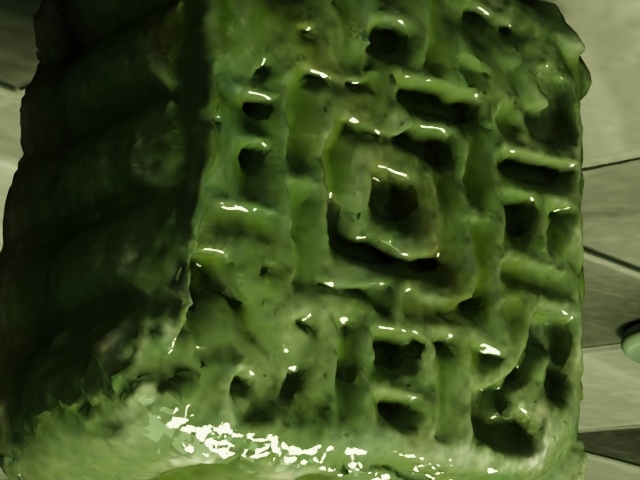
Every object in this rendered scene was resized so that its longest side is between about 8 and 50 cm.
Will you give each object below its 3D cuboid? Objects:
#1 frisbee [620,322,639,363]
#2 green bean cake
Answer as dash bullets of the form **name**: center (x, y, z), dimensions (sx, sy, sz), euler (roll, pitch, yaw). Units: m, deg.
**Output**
- **frisbee**: center (0.221, 0.059, 1.090), dimensions (0.110, 0.014, 0.110), euler (3, 165, 1)
- **green bean cake**: center (0.000, 0.000, 0.598), dimensions (0.173, 0.181, 0.094), euler (16, 159, -32)
